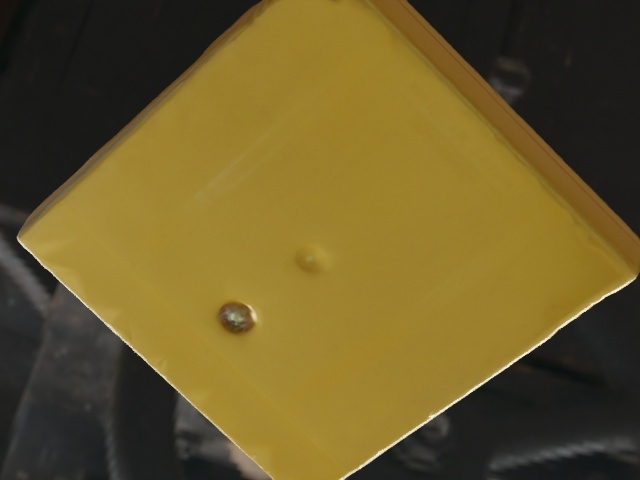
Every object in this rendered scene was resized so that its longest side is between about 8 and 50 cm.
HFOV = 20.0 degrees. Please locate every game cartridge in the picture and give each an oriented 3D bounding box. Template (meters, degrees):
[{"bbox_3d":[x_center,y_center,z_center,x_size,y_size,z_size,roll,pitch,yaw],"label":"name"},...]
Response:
[{"bbox_3d":[0.000,0.000,1.191,0.285,0.053,0.323,45,122,-12],"label":"game cartridge"}]
